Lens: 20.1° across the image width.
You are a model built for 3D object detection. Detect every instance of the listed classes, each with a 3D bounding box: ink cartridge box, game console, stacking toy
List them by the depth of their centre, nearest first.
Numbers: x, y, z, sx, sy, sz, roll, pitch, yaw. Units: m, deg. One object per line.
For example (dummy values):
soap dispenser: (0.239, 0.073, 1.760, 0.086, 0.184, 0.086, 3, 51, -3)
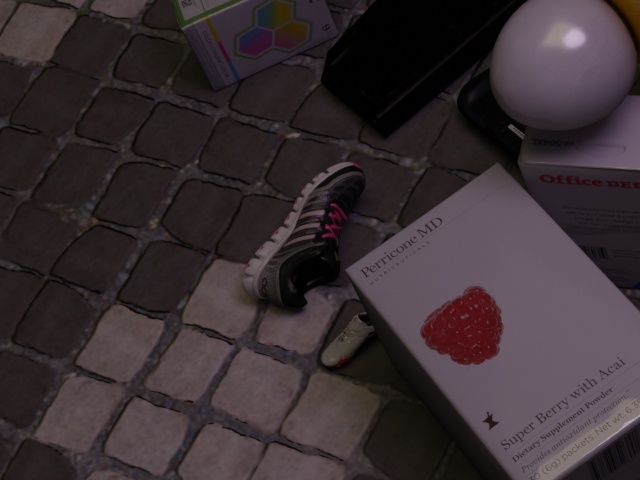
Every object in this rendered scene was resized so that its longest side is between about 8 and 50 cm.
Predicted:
stacking toy: (0.346, -0.245, 1.536, 0.480, 0.350, 0.350, -37, 53, -6)
ink cartridge box: (0.275, -0.042, 1.628, 0.148, 0.203, 0.086, 5, 59, 22)
game console: (0.169, -0.153, 1.846, 0.213, 0.044, 0.361, -40, 53, -8)
ink cartridge box: (-0.046, -0.255, 1.949, 0.209, 0.109, 0.062, -24, 53, 2)

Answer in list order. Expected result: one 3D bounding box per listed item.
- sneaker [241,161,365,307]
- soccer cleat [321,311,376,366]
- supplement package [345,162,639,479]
sneaker: (0.000, 0.000, 1.787, 0.075, 0.063, 0.170, 31, 76, 34)
soccer cleat: (0.033, 0.089, 1.728, 0.083, 0.035, 0.029, -34, 53, -6)
supplement package: (0.184, 0.111, 1.571, 0.177, 0.175, 0.293, -35, 52, -5)
